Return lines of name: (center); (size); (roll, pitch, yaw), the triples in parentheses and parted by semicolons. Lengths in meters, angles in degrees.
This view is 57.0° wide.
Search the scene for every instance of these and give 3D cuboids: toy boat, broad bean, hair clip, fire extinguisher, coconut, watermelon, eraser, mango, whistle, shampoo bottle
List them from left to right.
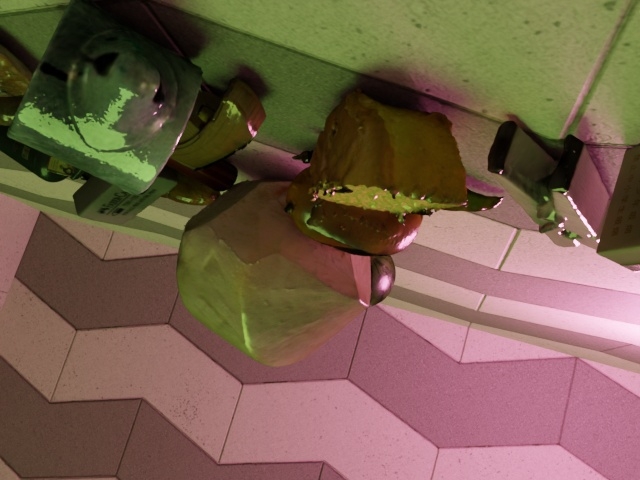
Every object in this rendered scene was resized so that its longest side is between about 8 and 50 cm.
fire extinguisher: (-0.594, -0.204, 1.213); (0.311, 0.114, 0.095); (33, -157, 14)
whistle: (-0.280, -0.211, 0.784); (0.168, 0.188, 0.405); (26, -160, -29)
eraser: (-0.430, -0.110, 1.283); (0.111, 0.077, 0.352); (9, 160, -38)
shampoo bottle: (-0.288, -0.176, 1.158); (0.102, 0.064, 0.260); (15, 171, 46)
toy boat: (-0.183, -0.184, 0.898); (0.121, 0.089, 0.321); (38, 161, -22)
coconut: (-0.073, 0.047, 1.189); (0.415, 0.415, 0.345); (11, 146, 29)
mango: (0.061, -0.058, 1.022); (0.248, 0.151, 0.156); (15, 136, -15)
watermelon: (0.103, 0.092, 1.573); (0.188, 0.188, 0.215); (17, 150, -3)
broad bean: (0.124, -0.100, 0.918); (0.339, 0.061, 0.077); (17, 154, -4)
hair clip: (0.322, -0.053, 0.786); (0.101, 0.085, 0.331); (12, 170, 36)

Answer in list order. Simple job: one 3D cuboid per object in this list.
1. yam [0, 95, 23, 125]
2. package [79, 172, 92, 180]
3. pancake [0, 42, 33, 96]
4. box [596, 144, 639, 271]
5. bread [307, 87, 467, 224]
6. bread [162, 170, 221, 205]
yam: (-0.617, -0.262, 1.155); (0.317, 0.067, 0.071); (9, 126, 2)
package: (-0.571, -0.186, 1.421); (0.154, 0.030, 0.239); (57, 170, 4)
pancake: (-0.652, -0.318, 0.940); (0.387, 0.082, 0.387); (12, 174, 1)
box: (0.379, -0.047, 0.585); (0.058, 0.141, 0.201); (24, 167, -9)
bread: (0.077, -0.108, 0.749); (0.160, 0.147, 0.260); (9, 177, -9)
bread: (-0.364, -0.141, 1.414); (0.344, 0.084, 0.124); (15, -173, 8)
